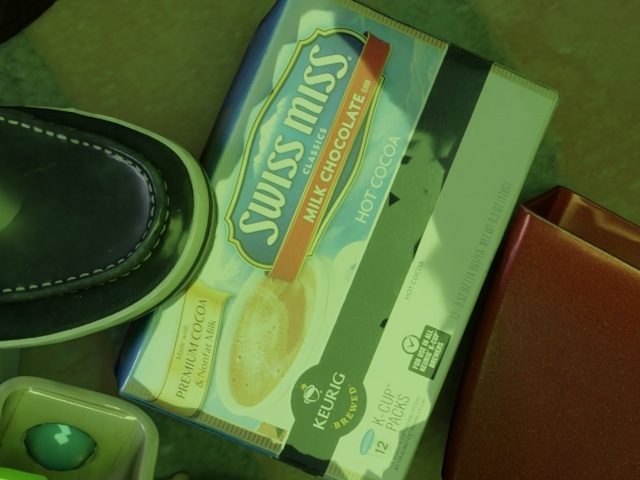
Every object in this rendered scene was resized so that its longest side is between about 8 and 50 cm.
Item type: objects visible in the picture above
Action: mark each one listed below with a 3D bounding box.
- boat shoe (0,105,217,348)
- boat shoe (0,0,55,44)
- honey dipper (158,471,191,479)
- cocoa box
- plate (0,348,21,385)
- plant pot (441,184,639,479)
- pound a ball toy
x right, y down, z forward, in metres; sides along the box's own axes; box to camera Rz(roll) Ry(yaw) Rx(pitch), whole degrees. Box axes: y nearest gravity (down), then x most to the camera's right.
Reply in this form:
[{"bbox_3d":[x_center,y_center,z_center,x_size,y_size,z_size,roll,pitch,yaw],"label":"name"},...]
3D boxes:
[{"bbox_3d":[-0.324,-0.031,1.126,0.500,0.156,0.186,7,80,12],"label":"boat shoe"},{"bbox_3d":[-0.236,-0.278,1.269,0.123,0.123,0.342,44,79,0],"label":"boat shoe"},{"bbox_3d":[-0.189,0.215,1.319,0.161,0.030,0.030,-7,92,-13],"label":"honey dipper"},{"bbox_3d":[0.000,0.000,1.251,0.228,0.231,0.347,23,86,-8],"label":"cocoa box"},{"bbox_3d":[-0.377,0.038,1.274,0.277,0.045,0.278,9,89,-12],"label":"plate"},{"bbox_3d":[0.244,0.126,1.274,0.267,0.267,0.235,29,102,11],"label":"plant pot"},{"bbox_3d":[-0.198,0.250,1.212,0.208,0.319,0.135,16,45,-15],"label":"pound a ball toy"}]
